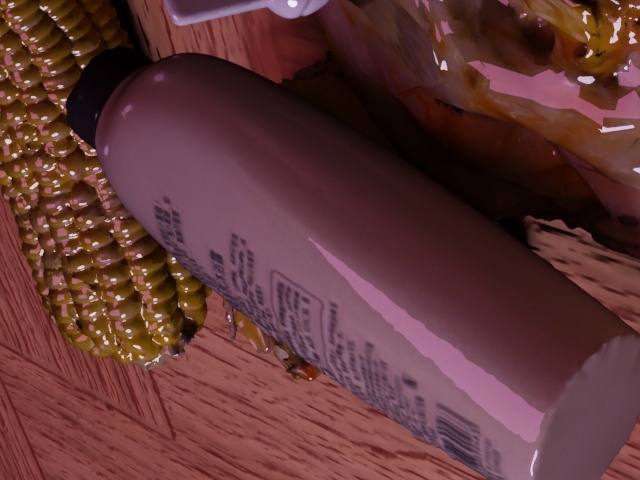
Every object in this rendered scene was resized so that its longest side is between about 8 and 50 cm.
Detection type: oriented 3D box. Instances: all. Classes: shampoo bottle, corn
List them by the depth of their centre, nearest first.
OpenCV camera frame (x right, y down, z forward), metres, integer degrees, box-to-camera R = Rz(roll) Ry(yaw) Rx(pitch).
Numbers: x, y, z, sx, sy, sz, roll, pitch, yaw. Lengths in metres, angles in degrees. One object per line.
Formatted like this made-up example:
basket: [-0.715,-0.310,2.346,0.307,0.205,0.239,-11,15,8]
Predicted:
shampoo bottle: [0.000,0.000,0.665,0.257,0.078,0.127,33,164,30]
corn: [-0.135,-0.073,0.885,0.101,0.101,0.292,6,126,56]

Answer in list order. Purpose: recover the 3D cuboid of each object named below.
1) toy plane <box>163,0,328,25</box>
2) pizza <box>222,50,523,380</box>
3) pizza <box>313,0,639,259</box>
toy plane: [-0.031,-0.150,0.565,0.174,0.080,0.174,166,90,-72]
pizza: [0.000,0.004,0.795,0.147,0.069,0.226,57,152,-7]
pizza: [0.090,-0.073,0.563,0.297,0.071,0.189,8,126,54]
